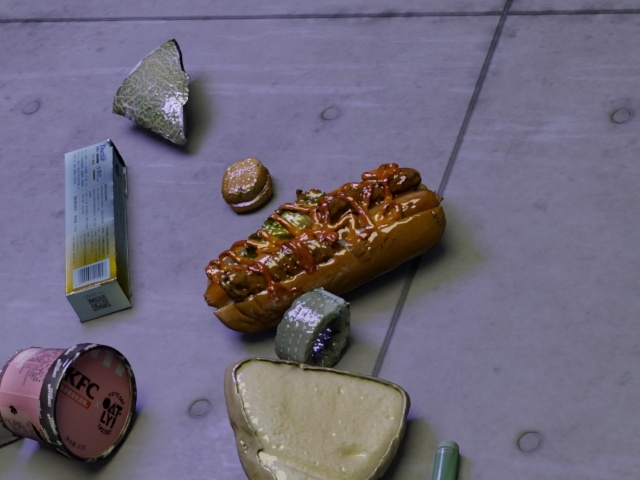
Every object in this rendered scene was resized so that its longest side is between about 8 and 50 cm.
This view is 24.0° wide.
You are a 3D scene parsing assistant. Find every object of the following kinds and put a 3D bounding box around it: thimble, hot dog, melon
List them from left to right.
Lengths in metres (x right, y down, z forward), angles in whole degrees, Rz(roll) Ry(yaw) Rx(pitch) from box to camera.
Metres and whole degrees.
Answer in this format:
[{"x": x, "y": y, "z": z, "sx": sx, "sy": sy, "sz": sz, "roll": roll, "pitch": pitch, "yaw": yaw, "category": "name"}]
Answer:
[{"x": -0.259, "y": -0.216, "z": 2.362, "sx": 0.139, "sy": 0.093, "sz": 0.202, "roll": -13, "pitch": 53, "yaw": 6, "category": "melon"}, {"x": -0.007, "y": 0.117, "z": 1.934, "sx": 0.062, "sy": 0.084, "sz": 0.110, "roll": 28, "pitch": 85, "yaw": 35, "category": "thimble"}, {"x": 0.000, "y": 0.000, "z": 2.017, "sx": 0.348, "sy": 0.117, "sz": 0.158, "roll": -25, "pitch": 33, "yaw": -2, "category": "hot dog"}]

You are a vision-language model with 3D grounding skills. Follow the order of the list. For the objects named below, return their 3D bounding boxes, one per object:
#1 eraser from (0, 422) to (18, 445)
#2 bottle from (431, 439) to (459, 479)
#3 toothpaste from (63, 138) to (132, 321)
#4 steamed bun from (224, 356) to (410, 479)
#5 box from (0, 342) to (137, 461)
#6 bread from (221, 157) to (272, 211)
[{"x": -0.580, "y": 0.261, "z": 1.995, "sx": 0.343, "sy": 0.144, "sz": 0.078, "roll": -22, "pitch": 42, "yaw": 0, "category": "eraser"}, {"x": 0.146, "y": 0.275, "z": 1.766, "sx": 0.030, "sy": 0.030, "sz": 0.083, "roll": -4, "pitch": 46, "yaw": 19, "category": "bottle"}, {"x": -0.331, "y": -0.022, "z": 2.217, "sx": 0.089, "sy": 0.071, "sz": 0.313, "roll": -18, "pitch": 44, "yaw": 8, "category": "toothpaste"}, {"x": -0.017, "y": 0.255, "z": 1.789, "sx": 0.231, "sy": 0.110, "sz": 0.212, "roll": 13, "pitch": 56, "yaw": -5, "category": "steamed bun"}, {"x": -0.337, "y": 0.205, "z": 1.952, "sx": 0.135, "sy": 0.151, "sz": 0.151, "roll": 3, "pitch": 49, "yaw": 35, "category": "box"}, {"x": -0.109, "y": -0.083, "z": 2.201, "sx": 0.081, "sy": 0.046, "sz": 0.083, "roll": -40, "pitch": 48, "yaw": -9, "category": "bread"}]
